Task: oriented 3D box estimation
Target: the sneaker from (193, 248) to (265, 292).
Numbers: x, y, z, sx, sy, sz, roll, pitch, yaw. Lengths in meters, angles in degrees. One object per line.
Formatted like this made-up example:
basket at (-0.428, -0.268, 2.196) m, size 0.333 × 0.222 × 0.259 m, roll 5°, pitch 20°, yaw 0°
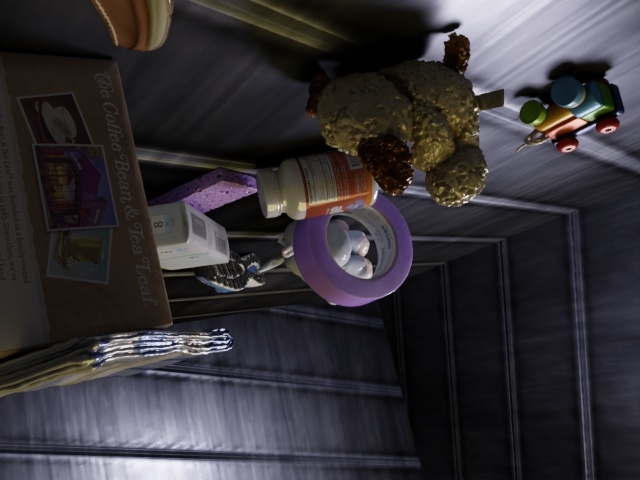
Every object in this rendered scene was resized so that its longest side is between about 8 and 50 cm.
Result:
sneaker at (-0.287, 0.106, 1.905) m, size 0.147 × 0.130 × 0.330 m, roll -20°, pitch 167°, yaw 16°

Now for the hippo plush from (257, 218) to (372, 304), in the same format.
hippo plush at (0.000, 0.000, 1.700) m, size 0.294 × 0.234 × 0.236 m, roll 25°, pitch 157°, yaw 17°

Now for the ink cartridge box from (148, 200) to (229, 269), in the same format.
ink cartridge box at (-0.411, 0.016, 1.335) m, size 0.385 × 0.091 × 0.308 m, roll -10°, pitch 171°, yaw 5°

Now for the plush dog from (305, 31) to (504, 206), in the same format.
plush dog at (0.103, -0.176, 0.909) m, size 0.225 × 0.262 × 0.210 m, roll -18°, pitch 139°, yaw -32°

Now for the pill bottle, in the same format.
pill bottle at (-0.009, -0.106, 1.247) m, size 0.216 × 0.121 × 0.121 m, roll -11°, pitch 168°, yaw -12°

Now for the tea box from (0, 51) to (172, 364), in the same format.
tea box at (-0.365, -0.005, 0.789) m, size 0.220 × 0.329 × 0.323 m, roll -6°, pitch 164°, yaw -37°

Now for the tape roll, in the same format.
tape roll at (0.077, 0.012, 1.522) m, size 0.275 × 0.275 × 0.090 m, roll -7°, pitch 166°, yaw -29°

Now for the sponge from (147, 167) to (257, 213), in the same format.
sponge at (-0.240, -0.086, 1.290) m, size 0.210 × 0.031 × 0.117 m, roll -20°, pitch 166°, yaw 27°

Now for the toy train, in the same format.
toy train at (0.437, -0.232, 1.261) m, size 0.143 × 0.105 × 0.248 m, roll 8°, pitch 158°, yaw -35°

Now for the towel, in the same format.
towel at (-0.246, 0.141, 0.732) m, size 0.209 × 0.034 × 0.285 m, roll -19°, pitch 168°, yaw 17°

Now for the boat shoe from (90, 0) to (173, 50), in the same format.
boat shoe at (-0.166, -0.247, 0.445) m, size 0.116 × 0.123 × 0.324 m, roll -5°, pitch 160°, yaw -10°
